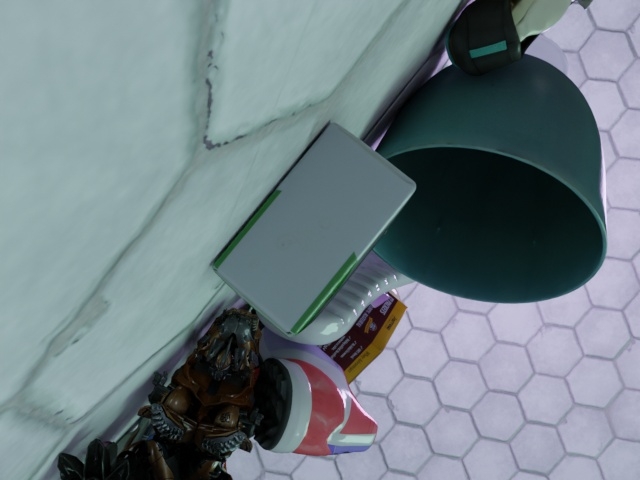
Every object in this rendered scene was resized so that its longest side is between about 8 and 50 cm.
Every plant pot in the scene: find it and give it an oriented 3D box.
[{"bbox_3d":[0.214,-0.095,0.689,0.235,0.293,0.293,-65,-177,-31],"label":"plant pot"}]

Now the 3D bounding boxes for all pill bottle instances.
[{"bbox_3d":[0.534,-0.412,1.546,0.210,0.210,0.363,-50,175,-9],"label":"pill bottle"}]

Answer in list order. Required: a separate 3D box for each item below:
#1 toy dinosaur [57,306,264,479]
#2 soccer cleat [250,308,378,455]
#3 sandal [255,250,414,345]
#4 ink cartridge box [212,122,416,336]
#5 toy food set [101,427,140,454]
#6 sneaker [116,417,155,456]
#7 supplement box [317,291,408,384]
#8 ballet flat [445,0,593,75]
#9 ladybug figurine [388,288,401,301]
[{"bbox_3d":[-0.129,0.231,0.522,0.218,0.164,0.322,-170,-99,-87],"label":"toy dinosaur"},{"bbox_3d":[-0.036,0.163,0.666,0.108,0.116,0.318,-69,-161,4],"label":"soccer cleat"},{"bbox_3d":[0.036,0.056,0.793,0.416,0.169,0.102,-21,138,-55],"label":"sandal"},{"bbox_3d":[0.000,0.000,0.503,0.153,0.087,0.208,-51,174,-3],"label":"ink cartridge box"},{"bbox_3d":[-0.227,0.226,0.507,0.078,0.019,0.122,-54,174,33],"label":"toy food set"},{"bbox_3d":[-0.192,0.232,0.638,0.135,0.058,0.052,-49,175,-27],"label":"sneaker"},{"bbox_3d":[0.003,0.140,0.913,0.191,0.194,0.129,-55,174,37],"label":"supplement box"},{"bbox_3d":[0.252,-0.275,0.594,0.280,0.095,0.096,-49,-148,-20],"label":"ballet flat"},{"bbox_3d":[0.007,0.219,1.320,0.449,0.305,0.162,-52,-142,27],"label":"ladybug figurine"}]
